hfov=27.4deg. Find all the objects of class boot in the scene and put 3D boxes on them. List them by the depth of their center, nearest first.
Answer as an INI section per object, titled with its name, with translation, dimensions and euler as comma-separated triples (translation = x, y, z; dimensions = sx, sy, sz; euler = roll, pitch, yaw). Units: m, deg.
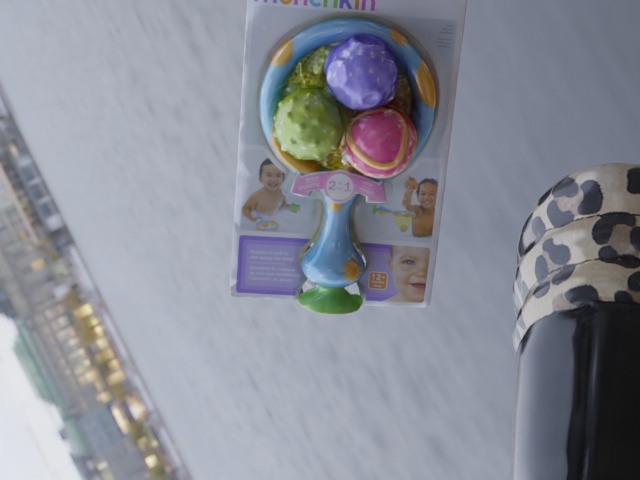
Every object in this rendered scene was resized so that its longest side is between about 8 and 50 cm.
[boot]
translation = 0.165, 0.168, 0.548
dimensions = 0.377, 0.138, 0.284
euler = 40, -130, -45

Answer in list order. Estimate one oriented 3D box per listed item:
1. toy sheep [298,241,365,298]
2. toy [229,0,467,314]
[toy sheep]
translation = 0.000, 0.000, 1.165
dimensions = 0.091, 0.132, 0.091
euler = 164, 90, -86
[toy]
translation = 0.017, -0.061, 0.827
dimensions = 0.056, 0.136, 0.237
euler = -95, 10, -66
